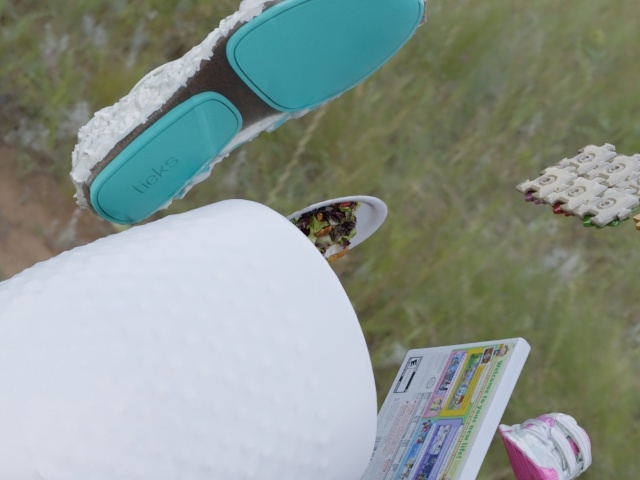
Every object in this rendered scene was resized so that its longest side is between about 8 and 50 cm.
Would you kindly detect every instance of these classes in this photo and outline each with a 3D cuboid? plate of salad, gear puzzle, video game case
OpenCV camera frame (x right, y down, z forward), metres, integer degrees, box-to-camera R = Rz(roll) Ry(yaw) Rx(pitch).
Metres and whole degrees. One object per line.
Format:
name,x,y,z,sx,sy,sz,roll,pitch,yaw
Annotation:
plate of salad,0.000,0.000,1.975,0.200,0.200,0.048,13,51,-54
gear puzzle,0.462,-0.067,2.271,0.339,0.175,0.044,31,-33,60
video game case,0.135,0.211,1.716,0.023,0.193,0.212,44,57,-26

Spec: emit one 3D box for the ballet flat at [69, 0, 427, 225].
ballet flat,-0.091,-0.172,1.472,0.147,0.409,0.147,55,11,-15

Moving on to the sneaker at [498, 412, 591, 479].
sneaker,0.305,0.279,1.952,0.252,0.111,0.103,-66,137,-84

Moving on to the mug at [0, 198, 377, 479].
mug,-0.166,0.183,1.194,0.328,0.374,0.276,-20,33,-34
